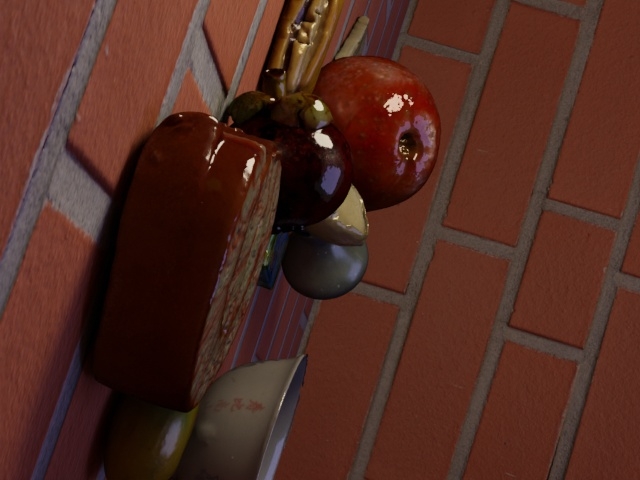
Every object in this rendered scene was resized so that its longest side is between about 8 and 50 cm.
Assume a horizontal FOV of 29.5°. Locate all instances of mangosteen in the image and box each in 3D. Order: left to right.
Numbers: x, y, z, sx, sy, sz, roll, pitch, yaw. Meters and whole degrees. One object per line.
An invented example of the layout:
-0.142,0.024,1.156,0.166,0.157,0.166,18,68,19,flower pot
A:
-0.050,-0.106,1.456,0.200,0.200,0.199,17,90,-85,mangosteen

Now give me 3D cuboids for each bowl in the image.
-0.143,0.318,1.880,0.345,0.157,0.345,17,90,-86,bowl

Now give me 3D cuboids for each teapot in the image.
0.000,0.000,2.417,0.251,0.183,0.183,77,29,-60,teapot

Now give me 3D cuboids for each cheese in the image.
0.046,-0.350,2.429,0.400,0.034,0.085,-64,170,-59,cheese

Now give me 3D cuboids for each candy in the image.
-0.094,0.011,1.939,0.194,0.062,0.097,86,21,-76,candy

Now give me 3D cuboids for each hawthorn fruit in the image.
0.076,-0.185,2.126,0.284,0.284,0.284,17,90,-85,hawthorn fruit

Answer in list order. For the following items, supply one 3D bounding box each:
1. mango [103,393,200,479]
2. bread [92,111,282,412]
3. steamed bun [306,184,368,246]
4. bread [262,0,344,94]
-0.184,0.193,1.406,0.237,0.091,0.137,-66,177,-56,mango
-0.132,0.023,1.245,0.327,0.114,0.295,-12,119,-86,bread
-0.027,-0.097,1.924,0.110,0.231,0.212,-30,-147,21,steamed bun
-0.024,-0.280,1.696,0.116,0.077,0.200,131,-23,-82,bread
